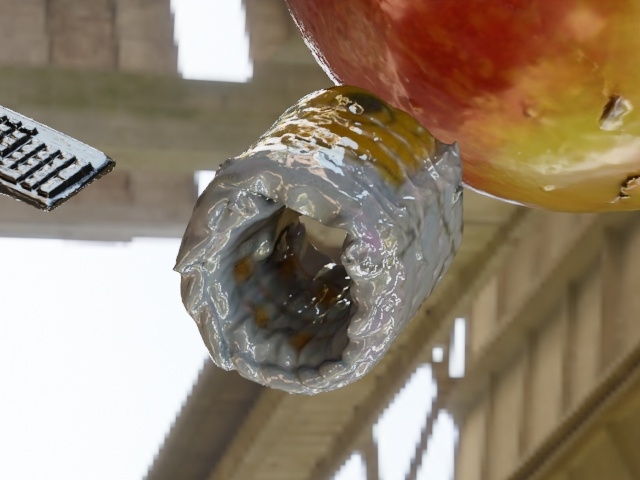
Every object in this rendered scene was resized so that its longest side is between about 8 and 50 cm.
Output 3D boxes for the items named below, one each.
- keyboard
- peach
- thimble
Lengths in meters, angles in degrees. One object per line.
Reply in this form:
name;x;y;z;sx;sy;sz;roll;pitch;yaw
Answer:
keyboard;-0.250;-0.080;1.081;0.087;0.251;0.017;-44;153;-56
peach;0.153;-0.197;1.090;0.370;0.370;0.370;-178;-90;-72
thimble;0.001;0.003;0.954;0.118;0.127;0.151;-50;163;-48
